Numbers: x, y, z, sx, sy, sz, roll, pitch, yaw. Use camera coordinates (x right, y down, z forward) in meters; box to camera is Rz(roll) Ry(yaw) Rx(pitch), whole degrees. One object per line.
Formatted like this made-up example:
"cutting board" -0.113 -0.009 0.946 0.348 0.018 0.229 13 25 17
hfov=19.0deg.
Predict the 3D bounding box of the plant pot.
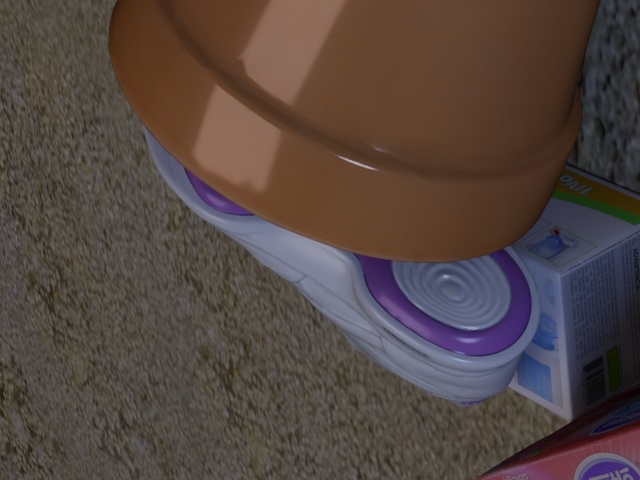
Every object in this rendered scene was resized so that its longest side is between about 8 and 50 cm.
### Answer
"plant pot" 0.044 -0.157 1.108 0.291 0.291 0.203 48 132 26

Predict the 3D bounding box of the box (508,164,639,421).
"box" 0.128 0.015 1.260 0.203 0.103 0.114 28 135 47

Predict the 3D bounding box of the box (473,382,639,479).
"box" 0.242 0.151 1.133 0.142 0.154 0.300 62 152 2

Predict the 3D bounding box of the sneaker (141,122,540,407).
"sneaker" 0.000 0.000 1.198 0.305 0.114 0.152 41 162 18
